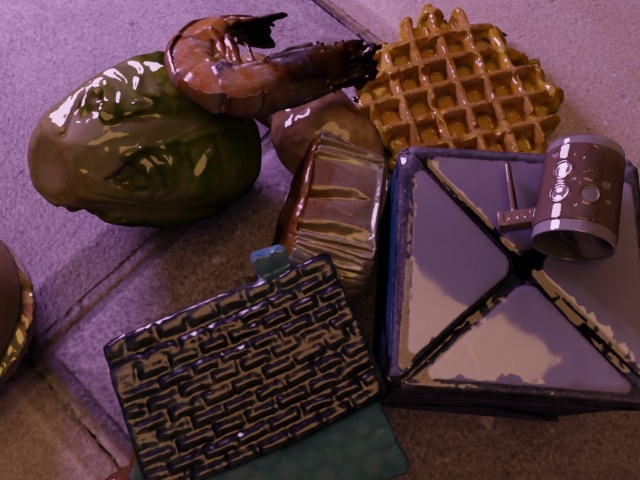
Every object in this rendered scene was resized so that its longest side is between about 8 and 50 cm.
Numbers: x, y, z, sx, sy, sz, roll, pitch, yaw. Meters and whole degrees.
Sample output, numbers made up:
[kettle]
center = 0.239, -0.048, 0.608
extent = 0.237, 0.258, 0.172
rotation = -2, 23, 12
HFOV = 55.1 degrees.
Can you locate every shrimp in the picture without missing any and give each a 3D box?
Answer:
[shrimp]
center = -0.061, -0.225, 0.756
extent = 0.289, 0.075, 0.178
rotation = -25, 62, -29

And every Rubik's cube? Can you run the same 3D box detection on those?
[Rubik's cube]
center = 0.190, 0.063, 0.692
extent = 0.254, 0.259, 0.260
rotation = 2, 69, 2

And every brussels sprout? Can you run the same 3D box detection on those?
[brussels sprout]
center = -0.215, -0.121, 0.771
extent = 0.271, 0.210, 0.220
rotation = -19, 84, -39

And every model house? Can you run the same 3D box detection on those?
[model house]
center = -0.088, 0.139, 0.628
extent = 0.261, 0.226, 0.241
rotation = -22, 108, -8

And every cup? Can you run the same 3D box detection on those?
[cup]
center = 0.226, -0.038, 0.567
extent = 0.074, 0.102, 0.099
rotation = 27, 69, -32

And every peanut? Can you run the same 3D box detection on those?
[peanut]
center = -0.019, -0.167, 0.842
extent = 0.137, 0.122, 0.253
rotation = -21, 65, -41

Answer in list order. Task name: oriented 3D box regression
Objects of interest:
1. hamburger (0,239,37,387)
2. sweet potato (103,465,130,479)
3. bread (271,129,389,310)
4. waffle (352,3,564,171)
[hamburger]
center = -0.493, 0.096, 0.723
extent = 0.299, 0.176, 0.301
rotation = 2, 67, -4
[sweet potato]
center = -0.269, 0.350, 0.693
extent = 0.068, 0.068, 0.226
rotation = 28, 73, 10
[bread]
center = -0.001, -0.001, 0.739
extent = 0.109, 0.210, 0.192
rotation = 14, 60, -4
[waffle]
center = 0.203, -0.204, 0.891
extent = 0.328, 0.062, 0.330
rotation = 0, 69, 1
